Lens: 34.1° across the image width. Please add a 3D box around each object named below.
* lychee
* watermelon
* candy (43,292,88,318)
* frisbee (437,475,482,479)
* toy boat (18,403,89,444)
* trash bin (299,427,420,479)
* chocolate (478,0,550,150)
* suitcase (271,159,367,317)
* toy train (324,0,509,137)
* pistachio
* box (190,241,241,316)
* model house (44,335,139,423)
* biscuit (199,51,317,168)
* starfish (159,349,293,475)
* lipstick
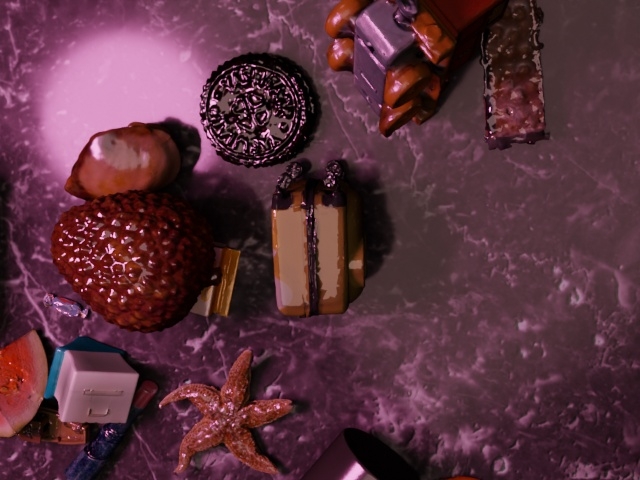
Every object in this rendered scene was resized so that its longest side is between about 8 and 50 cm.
[{"bbox_3d":[-0.288,0.029,1.639,0.271,0.236,0.236,19,104,-3],"label":"lychee"},{"bbox_3d":[-0.551,0.243,1.833,0.193,0.145,0.137,23,128,26],"label":"watermelon"},{"bbox_3d":[-0.449,0.118,1.834,0.083,0.020,0.030,24,104,5],"label":"candy"},{"bbox_3d":[0.238,0.489,1.745,0.192,0.035,0.192,2,102,12],"label":"frisbee"},{"bbox_3d":[-0.510,0.330,1.860,0.206,0.072,0.064,6,101,11],"label":"toy boat"},{"bbox_3d":[0.009,0.489,1.707,0.214,0.214,0.334,40,100,3],"label":"trash bin"},{"bbox_3d":[0.284,-0.304,1.579,0.102,0.065,0.329,-5,100,-1],"label":"chocolate"},{"bbox_3d":[0.000,0.000,1.626,0.143,0.194,0.234,-2,100,3],"label":"suitcase"},{"bbox_3d":[0.139,-0.292,1.469,0.232,0.369,0.163,-35,82,-5],"label":"toy train"},{"bbox_3d":[-0.328,-0.124,1.716,0.210,0.130,0.165,-27,134,15],"label":"pistachio"},{"bbox_3d":[-0.266,0.044,1.774,0.247,0.033,0.129,14,102,10],"label":"box"},{"bbox_3d":[-0.399,0.238,1.794,0.127,0.149,0.100,8,108,-33],"label":"model house"},{"bbox_3d":[-0.101,-0.210,1.681,0.195,0.053,0.194,2,100,12],"label":"biscuit"},{"bbox_3d":[-0.154,0.308,1.784,0.236,0.062,0.277,32,103,4],"label":"starfish"},{"bbox_3d":[-0.363,0.341,1.846,0.053,0.053,0.234,41,101,3],"label":"lipstick"}]
